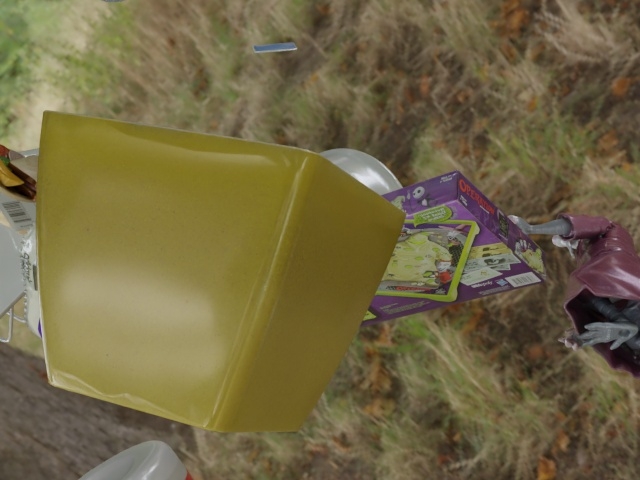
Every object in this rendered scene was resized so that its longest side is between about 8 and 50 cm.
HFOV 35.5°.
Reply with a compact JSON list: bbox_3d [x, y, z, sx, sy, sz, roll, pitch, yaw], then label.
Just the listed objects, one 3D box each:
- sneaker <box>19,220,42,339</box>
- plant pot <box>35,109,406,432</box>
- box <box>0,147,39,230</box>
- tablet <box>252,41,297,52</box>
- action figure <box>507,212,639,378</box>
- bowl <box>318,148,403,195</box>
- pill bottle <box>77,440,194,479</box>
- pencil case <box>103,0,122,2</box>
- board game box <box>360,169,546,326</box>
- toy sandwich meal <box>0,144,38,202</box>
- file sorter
[{"bbox_3d":[-0.235,0.082,1.068,0.102,0.146,0.293,-43,-14,-24],"label":"sneaker"},{"bbox_3d":[-0.081,0.034,0.733,0.212,0.212,0.187,10,84,23],"label":"plant pot"},{"bbox_3d":[-0.467,-0.084,1.625,0.102,0.101,0.087,-10,52,5],"label":"box"},{"bbox_3d":[-0.090,-0.380,1.969,0.083,0.006,0.054,-6,25,-8],"label":"tablet"},{"bbox_3d":[0.463,0.040,1.574,0.276,0.248,0.370,-27,26,18],"label":"action figure"},{"bbox_3d":[0.000,0.000,1.621,0.298,0.134,0.297,7,100,41],"label":"bowl"},{"bbox_3d":[-0.189,0.490,1.324,0.229,0.407,0.229,-32,9,5],"label":"pill bottle"},{"bbox_3d":[-0.322,-0.424,1.275,0.273,0.124,0.113,46,116,17],"label":"pencil case"},{"bbox_3d":[0.073,0.029,1.223,0.347,0.208,0.056,-17,57,34],"label":"board game box"},{"bbox_3d":[-0.275,-0.066,0.917,0.029,0.086,0.085,-50,28,21],"label":"toy sandwich meal"},{"bbox_3d":[-0.697,0.122,2.025,0.277,0.193,0.173,-54,-11,-43],"label":"file sorter"}]
